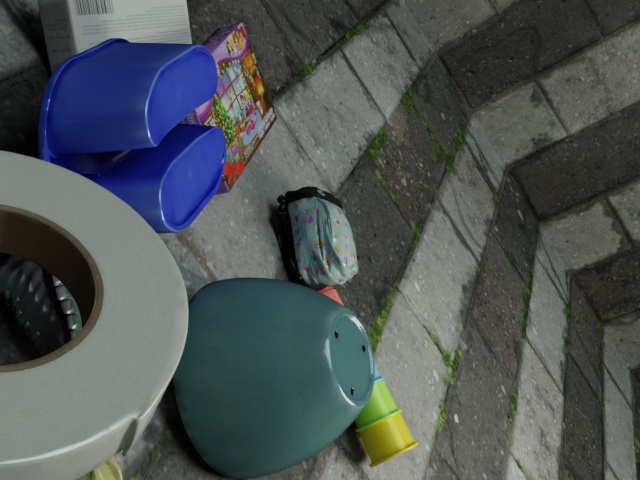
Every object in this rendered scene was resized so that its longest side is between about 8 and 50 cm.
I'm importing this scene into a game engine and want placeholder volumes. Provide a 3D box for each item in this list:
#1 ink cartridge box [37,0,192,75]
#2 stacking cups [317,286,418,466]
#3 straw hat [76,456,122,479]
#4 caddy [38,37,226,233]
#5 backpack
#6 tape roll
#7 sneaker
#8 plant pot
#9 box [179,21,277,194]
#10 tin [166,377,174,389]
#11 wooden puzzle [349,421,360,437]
[{"bbox_3d":[-0.303,-0.278,1.210,0.296,0.066,0.261,-36,123,-60],"label":"ink cartridge box"},{"bbox_3d":[0.061,0.237,1.344,0.096,0.096,0.316,1,58,-57],"label":"stacking cups"},{"bbox_3d":[-0.257,0.269,0.847,0.144,0.061,0.144,36,40,-37],"label":"straw hat"},{"bbox_3d":[-0.257,-0.141,1.026,0.341,0.179,0.241,-66,156,-62],"label":"caddy"},{"bbox_3d":[0.000,0.000,1.408,0.152,0.115,0.182,26,49,-50],"label":"backpack"},{"bbox_3d":[-0.322,0.061,0.732,0.392,0.072,0.392,18,39,-15],"label":"tape roll"},{"bbox_3d":[-0.343,0.075,0.881,0.098,0.083,0.223,-8,74,-29],"label":"sneaker"},{"bbox_3d":[-0.039,0.180,1.068,0.290,0.195,0.290,36,47,-51],"label":"plant pot"},{"bbox_3d":[-0.171,-0.237,1.328,0.293,0.057,0.201,-68,144,-53],"label":"box"},{"bbox_3d":[-0.193,0.146,1.072,0.190,0.040,0.106,-9,70,-59],"label":"tin"},{"bbox_3d":[0.059,0.313,1.355,0.049,0.006,0.083,22,46,-48],"label":"wooden puzzle"}]
